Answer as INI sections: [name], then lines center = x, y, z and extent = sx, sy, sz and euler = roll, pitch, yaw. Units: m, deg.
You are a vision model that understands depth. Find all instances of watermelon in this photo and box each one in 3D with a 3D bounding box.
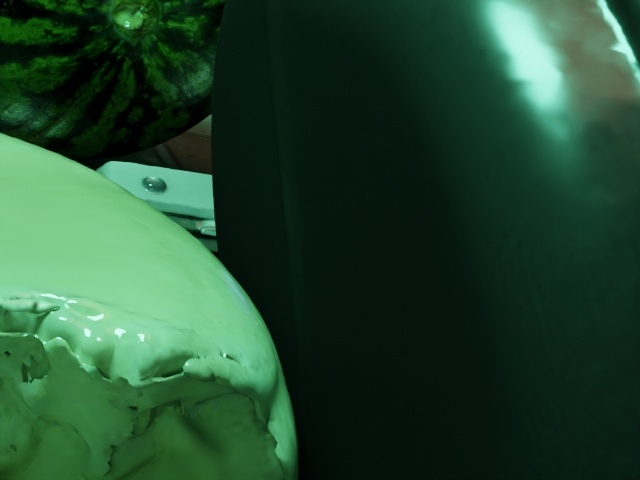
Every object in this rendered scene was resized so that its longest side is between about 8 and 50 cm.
[watermelon]
center = -0.161, -0.190, 1.266
extent = 0.285, 0.285, 0.285
euler = 13, 10, -2

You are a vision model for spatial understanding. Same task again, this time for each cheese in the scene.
[cheese]
center = -0.140, 0.036, 0.502
extent = 0.266, 0.127, 0.233
euler = 7, 12, -26

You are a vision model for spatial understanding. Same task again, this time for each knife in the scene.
[knife]
center = -0.001, -0.002, 1.122
extent = 0.265, 0.040, 0.073
euler = 11, 22, -15

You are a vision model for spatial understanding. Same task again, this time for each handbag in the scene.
[handbag]
center = 0.044, 0.023, 0.492
extent = 0.093, 0.254, 0.308
euler = -11, 18, -15
